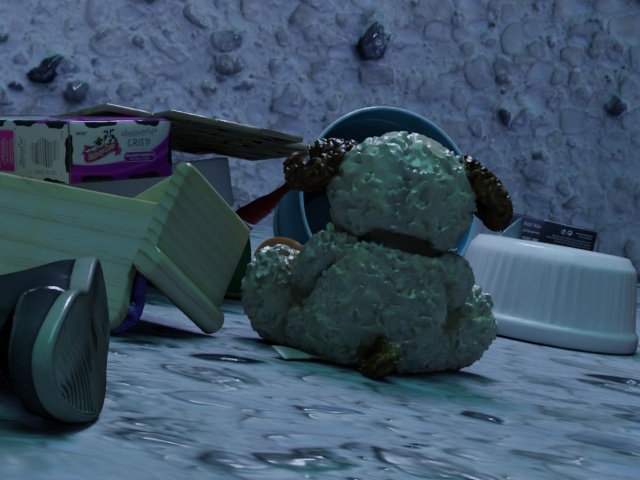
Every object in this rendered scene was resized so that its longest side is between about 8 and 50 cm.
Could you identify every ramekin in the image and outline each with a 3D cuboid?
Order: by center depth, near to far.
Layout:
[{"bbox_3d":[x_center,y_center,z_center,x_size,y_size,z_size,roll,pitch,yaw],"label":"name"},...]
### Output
[{"bbox_3d":[0.312,0.069,2.019,0.273,0.127,0.273,9,3,-1],"label":"ramekin"}]

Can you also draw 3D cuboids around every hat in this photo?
[{"bbox_3d":[-0.132,-0.028,1.861,0.208,0.183,0.173,9,2,-4],"label":"hat"}]

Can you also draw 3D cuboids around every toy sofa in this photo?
[{"bbox_3d":[-0.271,0.005,1.450,0.363,0.177,0.150,11,-22,27],"label":"toy sofa"}]

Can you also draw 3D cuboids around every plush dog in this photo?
[{"bbox_3d":[0.063,0.008,1.393,0.262,0.225,0.210,10,3,-2],"label":"plush dog"}]

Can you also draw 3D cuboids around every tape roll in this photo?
[{"bbox_3d":[-0.309,-0.054,1.928,0.392,0.072,0.392,-8,3,0],"label":"tape roll"}]

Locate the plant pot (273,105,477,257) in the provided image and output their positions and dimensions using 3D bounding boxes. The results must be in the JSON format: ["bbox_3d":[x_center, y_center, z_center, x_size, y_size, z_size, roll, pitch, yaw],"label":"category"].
[{"bbox_3d":[0.054,-0.035,2.160,0.272,0.271,0.255,9,-13,-19],"label":"plant pot"}]

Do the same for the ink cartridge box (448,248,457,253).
[{"bbox_3d":[0.121,0.057,1.788,0.062,0.109,0.209,11,3,9],"label":"ink cartridge box"}]

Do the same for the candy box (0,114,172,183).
[{"bbox_3d":[-0.305,-0.107,1.663,0.233,0.071,0.159,4,7,38],"label":"candy box"}]

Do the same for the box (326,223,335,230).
[{"bbox_3d":[0.000,0.000,2.573,0.043,0.105,0.179,11,2,7],"label":"box"}]

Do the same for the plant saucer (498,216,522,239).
[{"bbox_3d":[0.243,0.044,2.198,0.037,0.195,0.195,48,9,7],"label":"plant saucer"}]

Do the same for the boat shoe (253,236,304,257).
[{"bbox_3d":[-0.012,0.048,1.932,0.073,0.073,0.207,54,-14,-28],"label":"boat shoe"}]

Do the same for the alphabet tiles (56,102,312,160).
[{"bbox_3d":[-0.169,-0.133,1.832,0.285,0.011,0.342,9,-4,-26],"label":"alphabet tiles"}]

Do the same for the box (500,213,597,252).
[{"bbox_3d":[0.337,0.046,2.249,0.093,0.158,0.156,11,2,-16],"label":"box"}]

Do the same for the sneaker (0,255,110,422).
[{"bbox_3d":[-0.203,0.071,0.944,0.118,0.083,0.222,-9,11,-2],"label":"sneaker"}]
